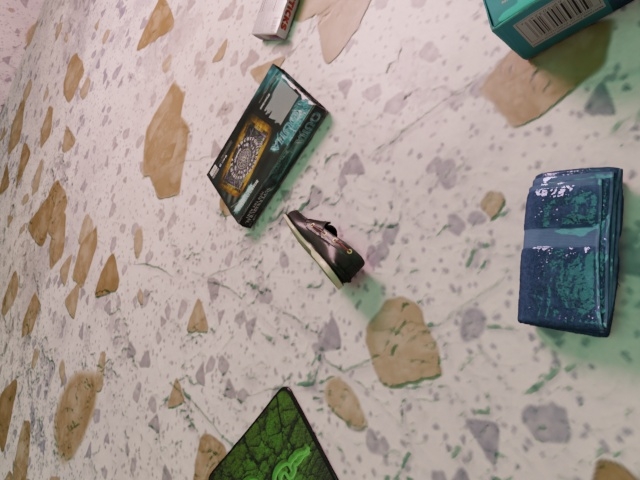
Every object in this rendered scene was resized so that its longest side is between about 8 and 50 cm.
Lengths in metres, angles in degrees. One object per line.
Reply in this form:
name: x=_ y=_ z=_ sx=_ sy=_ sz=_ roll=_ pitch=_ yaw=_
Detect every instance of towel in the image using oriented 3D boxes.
towel: x=0.180 y=0.007 z=0.354 sx=0.067 sy=0.029 sz=0.119 roll=1 pitch=80 yaw=45

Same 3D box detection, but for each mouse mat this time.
mouse mat: x=-0.056 y=0.276 z=0.528 sx=0.189 sy=0.007 sz=0.152 roll=-55 pitch=48 yaw=20

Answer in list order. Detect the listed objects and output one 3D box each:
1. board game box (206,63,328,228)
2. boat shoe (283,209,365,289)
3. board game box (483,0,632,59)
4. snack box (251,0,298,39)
board game box: x=-0.078 y=-0.125 z=0.643 sx=0.186 sy=0.026 sz=0.126 roll=-54 pitch=49 yaw=20
boat shoe: x=0.001 y=0.001 z=0.524 sx=0.042 sy=0.049 sz=0.133 roll=-39 pitch=41 yaw=-5
board game box: x=0.209 y=-0.354 z=0.355 sx=0.254 sy=0.079 sz=0.336 roll=-23 pitch=72 yaw=38
snack box: x=-0.045 y=-0.372 z=0.681 sx=0.064 sy=0.022 sz=0.178 roll=25 pitch=97 yaw=46
